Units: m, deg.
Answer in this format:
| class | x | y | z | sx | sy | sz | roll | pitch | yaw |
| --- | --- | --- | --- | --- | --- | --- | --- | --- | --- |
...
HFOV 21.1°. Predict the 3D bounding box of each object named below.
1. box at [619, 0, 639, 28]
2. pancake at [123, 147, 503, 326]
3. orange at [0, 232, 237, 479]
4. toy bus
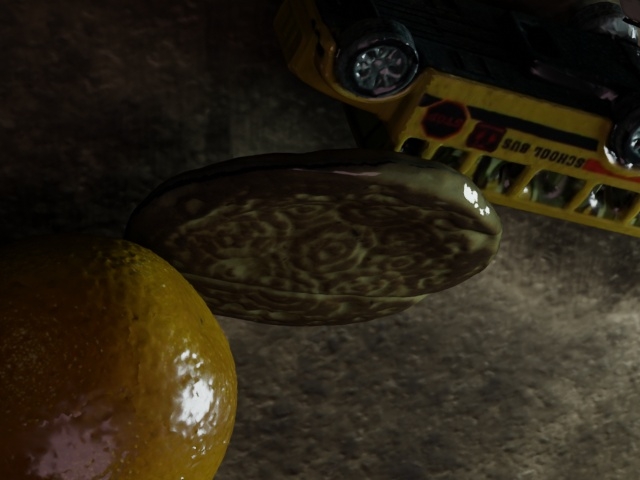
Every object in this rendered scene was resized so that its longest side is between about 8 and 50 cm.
| class | x | y | z | sx | sy | sz | roll | pitch | yaw |
| --- | --- | --- | --- | --- | --- | --- | --- | --- | --- |
| box | 0.247 | -0.226 | 1.057 | 0.133 | 0.099 | 0.182 | -34 | 129 | -17 |
| pancake | 0.000 | 0.001 | 1.116 | 0.250 | 0.031 | 0.250 | -1 | 154 | 0 |
| orange | -0.167 | 0.104 | 1.079 | 0.236 | 0.236 | 0.236 | -10 | 126 | -14 |
| toy bus | 0.123 | -0.092 | 1.113 | 0.335 | 0.121 | 0.123 | 12 | 129 | -27 |
